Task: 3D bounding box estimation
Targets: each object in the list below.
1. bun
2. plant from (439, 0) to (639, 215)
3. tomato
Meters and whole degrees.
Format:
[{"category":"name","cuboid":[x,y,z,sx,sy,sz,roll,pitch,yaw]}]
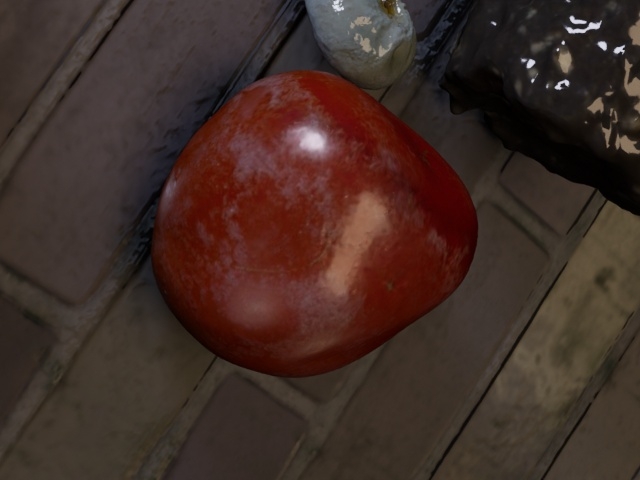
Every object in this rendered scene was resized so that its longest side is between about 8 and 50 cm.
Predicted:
[{"category":"bun","cuboid":[0.026,-0.127,0.993,0.045,0.083,0.083,-26,131,24]},{"category":"plant","cuboid":[0.197,-0.141,1.042,0.234,0.178,0.204,-51,127,-2]},{"category":"tomato","cuboid":[0.000,0.000,0.974,0.187,0.151,0.187,-17,121,-32]}]
